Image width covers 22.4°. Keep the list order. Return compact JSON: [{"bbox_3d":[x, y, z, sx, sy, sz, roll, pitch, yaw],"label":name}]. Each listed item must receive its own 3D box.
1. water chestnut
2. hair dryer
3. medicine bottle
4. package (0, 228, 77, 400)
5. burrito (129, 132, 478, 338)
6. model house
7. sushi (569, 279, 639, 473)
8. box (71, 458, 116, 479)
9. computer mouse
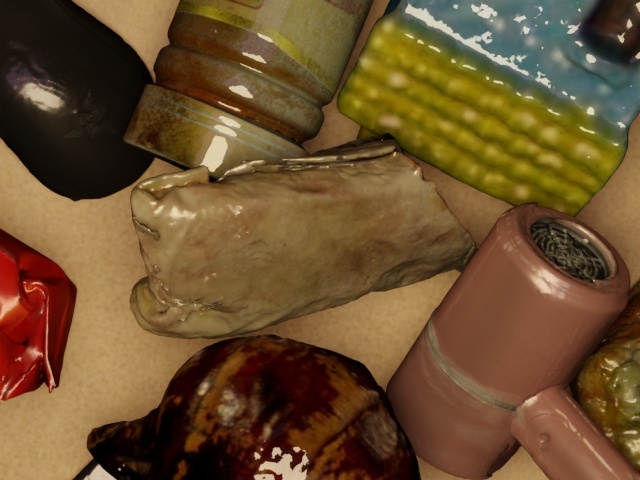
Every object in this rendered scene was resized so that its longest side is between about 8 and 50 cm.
[{"bbox_3d":[-0.046,0.208,1.298,0.244,0.289,0.289,-16,90,-10],"label":"water chestnut"},{"bbox_3d":[0.220,0.157,1.275,0.352,0.125,0.210,49,125,27],"label":"hair dryer"},{"bbox_3d":[-0.037,-0.201,1.361,0.151,0.151,0.322,22,89,-2],"label":"medicine bottle"},{"bbox_3d":[-0.379,-0.008,1.323,0.423,0.196,0.123,31,84,-1],"label":"package"},{"bbox_3d":[0.005,-0.007,1.295,0.347,0.175,0.107,-9,59,-28],"label":"burrito"},{"bbox_3d":[0.163,-0.170,1.351,0.237,0.215,0.303,28,116,-2],"label":"model house"},{"bbox_3d":[0.314,0.158,1.380,0.184,0.139,0.274,-19,91,-1],"label":"sushi"},{"bbox_3d":[-0.165,0.246,1.417,0.125,0.027,0.126,-45,90,-5],"label":"box"},{"bbox_3d":[-0.250,-0.152,1.389,0.264,0.088,0.147,39,86,1],"label":"computer mouse"}]
